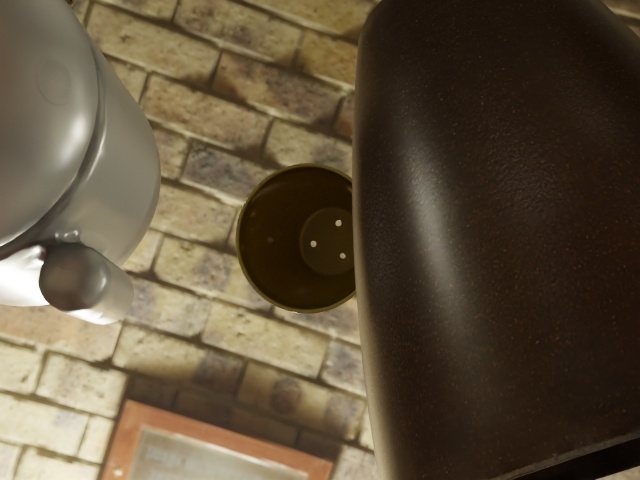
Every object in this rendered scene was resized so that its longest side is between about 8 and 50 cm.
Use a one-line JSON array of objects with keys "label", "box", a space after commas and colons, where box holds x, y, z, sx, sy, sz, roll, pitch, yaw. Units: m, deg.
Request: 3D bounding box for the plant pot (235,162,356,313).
[{"label": "plant pot", "box": [0.000, 0.000, 0.875, 0.134, 0.134, 0.095, 19, -177, 16]}]

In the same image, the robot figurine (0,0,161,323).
[{"label": "robot figurine", "box": [-0.227, -0.066, 0.633, 0.300, 0.200, 0.353, 47, 174, 11]}]

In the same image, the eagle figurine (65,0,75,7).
[{"label": "eagle figurine", "box": [-0.283, -0.382, 0.991, 0.225, 0.226, 0.298, -1, 153, 10]}]

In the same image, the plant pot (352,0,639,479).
[{"label": "plant pot", "box": [0.099, -0.011, 0.435, 0.215, 0.230, 0.215, -15, 159, -6]}]
